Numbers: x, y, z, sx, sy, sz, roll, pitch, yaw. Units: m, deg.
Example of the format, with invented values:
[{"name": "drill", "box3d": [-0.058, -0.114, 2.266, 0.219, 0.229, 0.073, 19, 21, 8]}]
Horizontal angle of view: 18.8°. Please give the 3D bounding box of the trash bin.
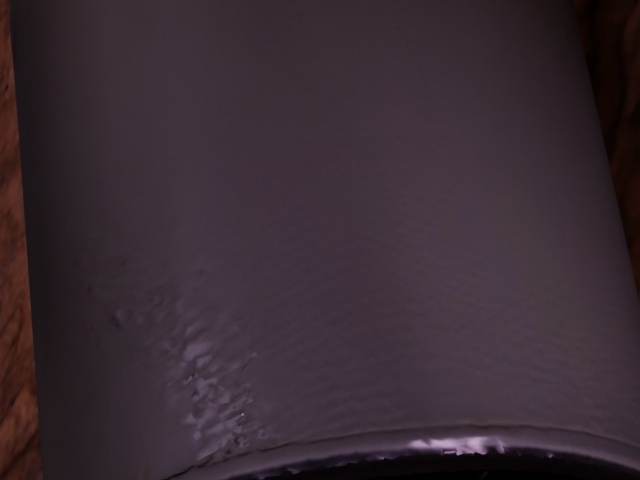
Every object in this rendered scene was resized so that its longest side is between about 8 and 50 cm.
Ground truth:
[{"name": "trash bin", "box3d": [0.000, 0.000, 0.700, 0.277, 0.217, 0.263, -31, 55, 35]}]
